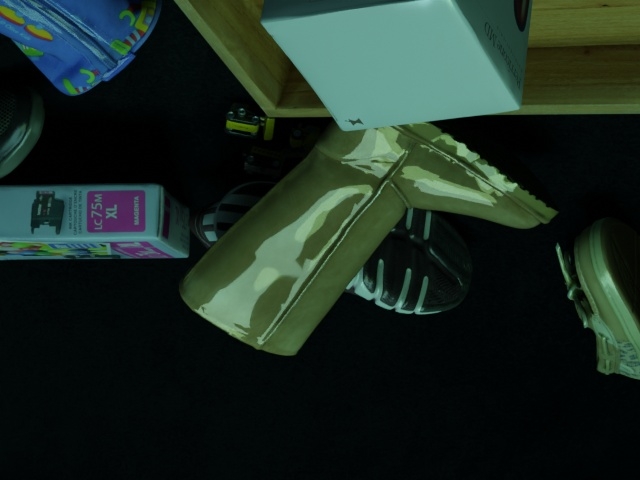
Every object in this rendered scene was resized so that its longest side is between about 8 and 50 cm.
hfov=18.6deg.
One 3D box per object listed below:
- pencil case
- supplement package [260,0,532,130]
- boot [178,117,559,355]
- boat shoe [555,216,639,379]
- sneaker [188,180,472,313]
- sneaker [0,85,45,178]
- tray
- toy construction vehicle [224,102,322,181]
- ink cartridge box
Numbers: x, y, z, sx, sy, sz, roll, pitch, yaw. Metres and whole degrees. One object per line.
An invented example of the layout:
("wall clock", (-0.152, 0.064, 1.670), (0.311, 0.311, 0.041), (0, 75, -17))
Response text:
("pencil case", (-0.261, -0.226, 1.509), (0.119, 0.133, 0.306), (-41, 132, 18))
("supplement package", (0.064, -0.215, 1.314), (0.134, 0.244, 0.139), (-6, 149, 25))
("boot", (0.043, -0.001, 1.747), (0.236, 0.089, 0.269), (32, 111, -18))
("boat shoe", (0.284, 0.070, 1.914), (0.089, 0.104, 0.285), (-6, 149, 20))
("sneaker", (0.000, 0.000, 1.906), (0.281, 0.106, 0.162), (17, 172, -28))
("sneaker", (-0.363, -0.103, 1.793), (0.227, 0.087, 0.130), (-7, 161, 36))
("tray", (0.102, -0.179, 1.498), (0.411, 0.076, 0.203), (2, 152, 30))
("toy construction vehicle", (-0.038, -0.092, 1.793), (0.098, 0.035, 0.086), (10, 145, 2))
("ink cartridge box", (-0.291, -0.016, 1.874), (0.311, 0.065, 0.186), (2, 174, 5))
